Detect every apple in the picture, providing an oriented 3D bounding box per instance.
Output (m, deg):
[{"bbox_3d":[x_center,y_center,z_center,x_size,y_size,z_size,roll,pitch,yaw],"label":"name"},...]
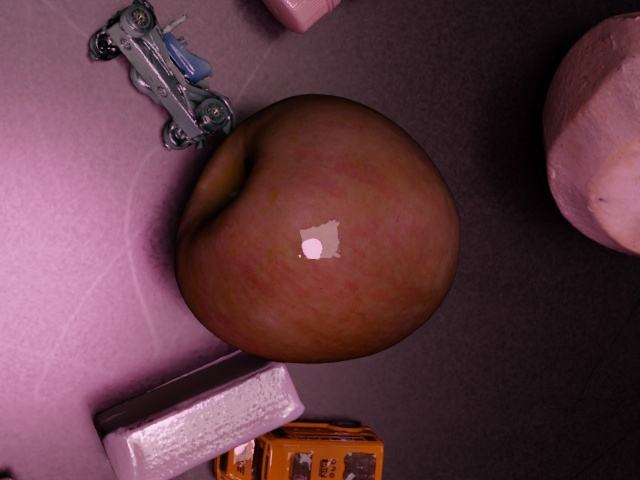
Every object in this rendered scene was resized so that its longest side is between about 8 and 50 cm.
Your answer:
[{"bbox_3d":[0.000,0.000,1.128,0.234,0.257,0.257,36,84,-28],"label":"apple"}]

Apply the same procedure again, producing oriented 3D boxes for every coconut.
[{"bbox_3d":[0.347,-0.116,1.233,0.245,0.247,0.245,4,128,5],"label":"coconut"}]

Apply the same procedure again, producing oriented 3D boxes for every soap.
[{"bbox_3d":[-0.119,0.165,1.172,0.183,0.121,0.064,-23,100,-13],"label":"soap"}]

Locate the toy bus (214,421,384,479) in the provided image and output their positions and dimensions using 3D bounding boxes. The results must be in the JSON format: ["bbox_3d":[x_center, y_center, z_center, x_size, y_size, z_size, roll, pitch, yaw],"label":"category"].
[{"bbox_3d":[-0.022,0.219,1.230,0.162,0.074,0.070,4,94,-18],"label":"toy bus"}]

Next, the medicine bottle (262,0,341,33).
[{"bbox_3d":[0.048,-0.304,1.189,0.252,0.114,0.114,-43,104,-9],"label":"medicine bottle"}]

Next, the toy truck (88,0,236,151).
[{"bbox_3d":[-0.140,-0.162,1.172,0.154,0.080,0.078,51,53,-14],"label":"toy truck"}]

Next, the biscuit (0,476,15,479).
[{"bbox_3d":[-0.292,0.357,1.173,0.147,0.046,0.250,-34,104,-10],"label":"biscuit"}]
